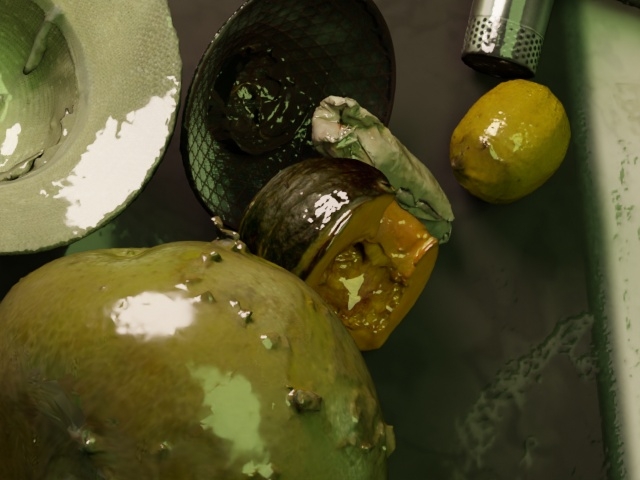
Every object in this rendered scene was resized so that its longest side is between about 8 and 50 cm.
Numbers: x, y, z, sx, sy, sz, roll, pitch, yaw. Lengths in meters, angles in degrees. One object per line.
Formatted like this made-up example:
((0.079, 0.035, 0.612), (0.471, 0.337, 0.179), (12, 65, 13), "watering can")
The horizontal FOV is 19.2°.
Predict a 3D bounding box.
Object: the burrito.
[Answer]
((0.046, -0.052, 1.349), (0.149, 0.041, 0.055), (38, 51, -40), "burrito")

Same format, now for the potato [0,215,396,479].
((-0.073, 0.173, 1.154), (0.219, 0.270, 0.359), (-14, 89, -49), "potato")

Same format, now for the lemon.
((0.143, -0.075, 1.395), (0.082, 0.082, 0.111), (49, 62, -5), "lemon")

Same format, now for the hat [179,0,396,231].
((-0.042, -0.104, 1.336), (0.193, 0.082, 0.193), (-19, 122, -35), "hat")

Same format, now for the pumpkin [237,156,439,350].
((0.000, 0.000, 1.285), (0.108, 0.183, 0.119), (42, 86, 23), "pumpkin")

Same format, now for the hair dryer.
((0.239, -0.269, 1.495), (0.284, 0.156, 0.320), (10, 86, -40), "hair dryer")

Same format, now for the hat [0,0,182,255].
((-0.227, -0.101, 1.228), (0.257, 0.130, 0.257), (5, 75, -20), "hat")
